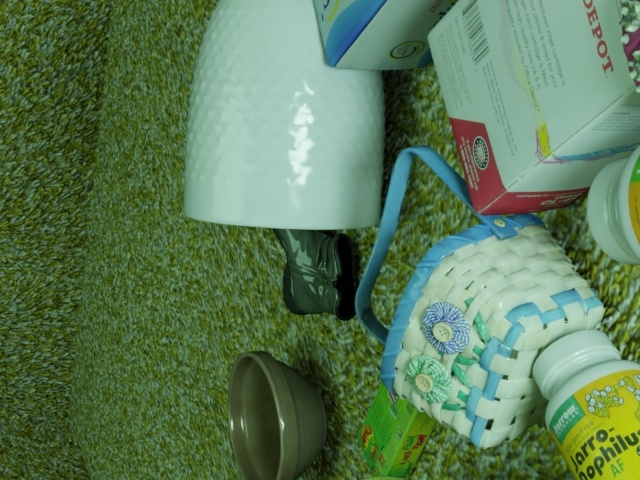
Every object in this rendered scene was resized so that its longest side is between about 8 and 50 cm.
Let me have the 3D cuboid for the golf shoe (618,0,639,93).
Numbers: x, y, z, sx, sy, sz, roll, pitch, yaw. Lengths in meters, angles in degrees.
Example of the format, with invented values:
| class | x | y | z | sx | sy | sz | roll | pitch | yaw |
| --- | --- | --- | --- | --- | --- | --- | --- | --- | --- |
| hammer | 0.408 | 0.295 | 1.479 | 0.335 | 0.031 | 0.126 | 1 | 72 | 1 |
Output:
| class | x | y | z | sx | sy | sz | roll | pitch | yaw |
| --- | --- | --- | --- | --- | --- | --- | --- | --- | --- |
| golf shoe | 0.319 | -0.226 | 1.003 | 0.115 | 0.140 | 0.306 | 135 | 136 | -61 |

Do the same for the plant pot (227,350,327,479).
| class | x | y | z | sx | sy | sz | roll | pitch | yaw |
| --- | --- | --- | --- | --- | --- | --- | --- | --- | --- |
| plant pot | -0.062 | 0.293 | 1.976 | 0.237 | 0.110 | 0.237 | 175 | 90 | -65 |

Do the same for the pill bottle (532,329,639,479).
| class | x | y | z | sx | sy | sz | roll | pitch | yaw |
| --- | --- | --- | --- | --- | --- | --- | --- | --- | --- |
| pill bottle | 0.291 | 0.191 | 1.177 | 0.117 | 0.118 | 0.208 | 109 | 147 | -41 |

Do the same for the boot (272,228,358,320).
| class | x | y | z | sx | sy | sz | roll | pitch | yaw |
| --- | --- | --- | --- | --- | --- | --- | --- | --- | --- |
| boot | 0.000 | 0.000 | 1.857 | 0.161 | 0.083 | 0.246 | -7 | 93 | 59 |

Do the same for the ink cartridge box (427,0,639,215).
| class | x | y | z | sx | sy | sz | roll | pitch | yaw |
| --- | --- | --- | --- | --- | --- | --- | --- | --- | --- |
| ink cartridge box | 0.248 | -0.184 | 1.202 | 0.306 | 0.131 | 0.226 | 139 | 124 | -59 |

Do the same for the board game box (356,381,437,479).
| class | x | y | z | sx | sy | sz | roll | pitch | yaw |
| --- | --- | --- | --- | --- | --- | --- | --- | --- | --- |
| board game box | 0.108 | 0.251 | 1.676 | 0.181 | 0.043 | 0.092 | 110 | 147 | -40 |

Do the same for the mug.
| class | x | y | z | sx | sy | sz | roll | pitch | yaw |
| --- | --- | --- | --- | --- | --- | --- | --- | --- | --- |
| mug | -0.040 | -0.197 | 1.718 | 0.374 | 0.276 | 0.328 | -44 | -43 | -82 |

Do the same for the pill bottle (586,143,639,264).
| class | x | y | z | sx | sy | sz | roll | pitch | yaw |
| --- | --- | --- | --- | --- | --- | --- | --- | --- | --- |
| pill bottle | 0.338 | -0.035 | 1.018 | 0.246 | 0.136 | 0.136 | 171 | 94 | -65 |

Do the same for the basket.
| class | x | y | z | sx | sy | sz | roll | pitch | yaw |
| --- | --- | --- | --- | --- | --- | --- | --- | --- | --- |
| basket | 0.155 | 0.063 | 1.354 | 0.289 | 0.201 | 0.254 | 47 | 137 | 40 |

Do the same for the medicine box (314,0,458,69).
| class | x | y | z | sx | sy | sz | roll | pitch | yaw |
| --- | --- | --- | --- | --- | --- | --- | --- | --- | --- |
| medicine box | 0.094 | -0.396 | 1.486 | 0.263 | 0.149 | 0.289 | 135 | 128 | -59 |

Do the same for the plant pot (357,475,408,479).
| class | x | y | z | sx | sy | sz | roll | pitch | yaw |
| --- | --- | --- | --- | --- | --- | --- | --- | --- | --- |
| plant pot | 0.154 | 0.389 | 1.377 | 0.254 | 0.276 | 0.276 | -28 | 67 | 52 |
